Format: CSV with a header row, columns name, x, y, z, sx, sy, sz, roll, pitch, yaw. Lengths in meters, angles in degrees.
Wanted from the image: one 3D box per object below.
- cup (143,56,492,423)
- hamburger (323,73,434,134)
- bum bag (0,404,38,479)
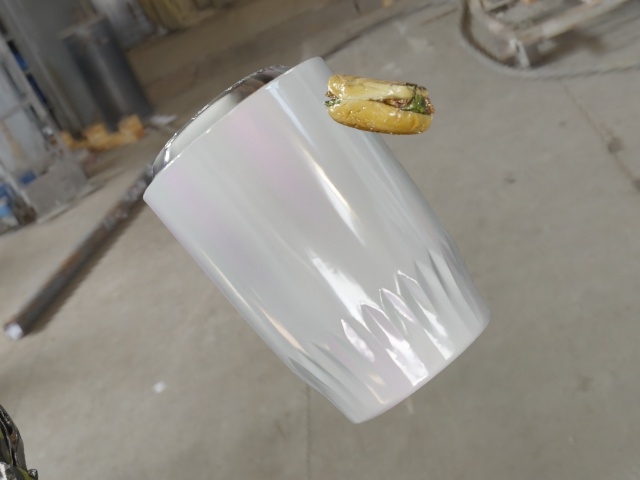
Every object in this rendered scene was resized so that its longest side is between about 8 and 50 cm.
name,x,y,z,sx,sy,sz,roll,pitch,yaw
cup,0.000,0.000,1.283,0.253,0.371,0.253,-38,1,1
hamburger,0.047,-0.106,0.905,0.083,0.044,0.076,9,8,32
bum bag,-0.323,0.198,1.102,0.060,0.107,0.232,-9,2,-26
